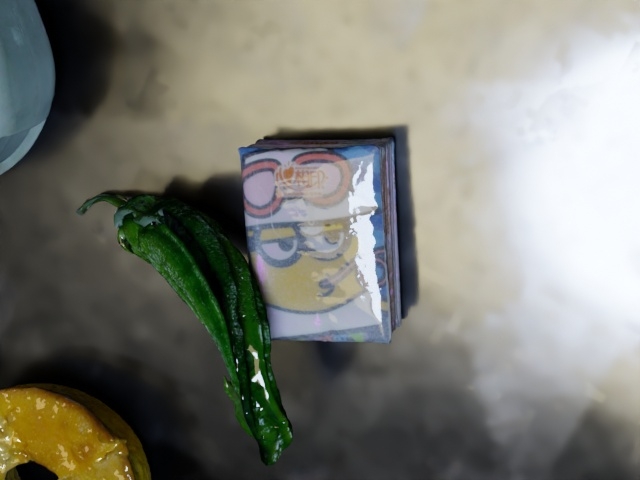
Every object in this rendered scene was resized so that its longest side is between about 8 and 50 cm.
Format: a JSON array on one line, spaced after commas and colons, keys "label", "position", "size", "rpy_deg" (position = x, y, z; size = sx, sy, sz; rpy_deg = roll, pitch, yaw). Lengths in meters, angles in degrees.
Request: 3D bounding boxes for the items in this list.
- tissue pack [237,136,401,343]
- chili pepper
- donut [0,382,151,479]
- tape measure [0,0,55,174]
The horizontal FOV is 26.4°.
[{"label": "tissue pack", "position": [0.000, 0.000, 1.052], "size": [0.116, 0.065, 0.155], "rpy_deg": [0, 103, 16]}, {"label": "chili pepper", "position": [-0.093, 0.035, 1.046], "size": [0.279, 0.065, 0.122], "rpy_deg": [55, 137, 26]}, {"label": "donut", "position": [-0.227, 0.204, 1.156], "size": [0.190, 0.074, 0.174], "rpy_deg": [12, 102, 15]}, {"label": "tape measure", "position": [-0.330, -0.140, 1.080], "size": [0.246, 0.125, 0.243], "rpy_deg": [-2, 109, 19]}]
